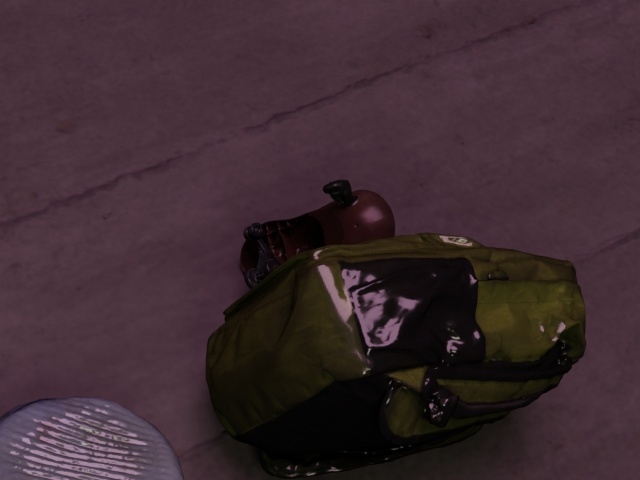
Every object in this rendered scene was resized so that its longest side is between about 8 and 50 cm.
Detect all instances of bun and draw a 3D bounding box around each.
[{"bbox_3d":[-0.158,0.165,1.023,0.141,0.083,0.141,12,37,-10],"label":"bun"}]

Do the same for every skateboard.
[{"bbox_3d":[0.000,0.000,1.186,0.080,0.151,0.067,-5,82,-41],"label":"skateboard"}]

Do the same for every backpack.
[{"bbox_3d":[0.061,0.078,1.080,0.253,0.207,0.140,-3,73,-30],"label":"backpack"}]
